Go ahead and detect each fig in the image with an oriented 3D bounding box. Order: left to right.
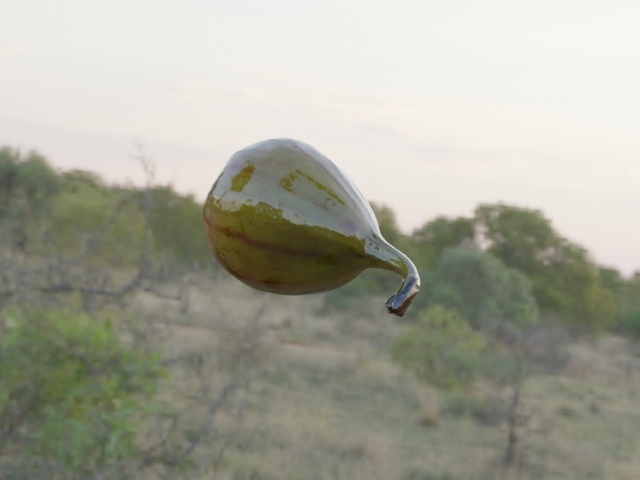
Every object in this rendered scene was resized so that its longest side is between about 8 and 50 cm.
[{"bbox_3d":[0.000,0.000,0.427,0.083,0.050,0.050,29,11,35],"label":"fig"}]
